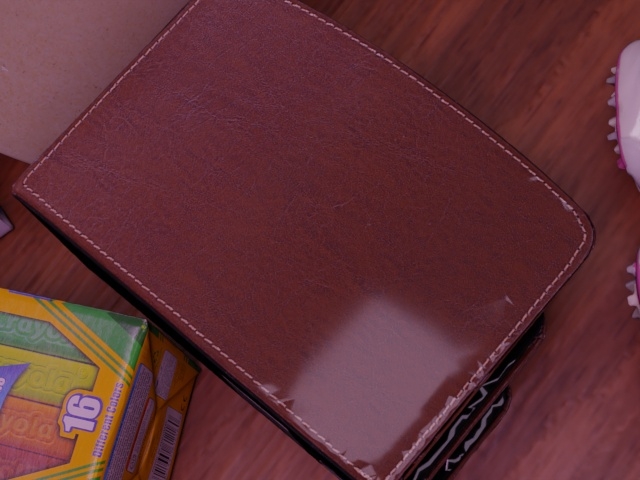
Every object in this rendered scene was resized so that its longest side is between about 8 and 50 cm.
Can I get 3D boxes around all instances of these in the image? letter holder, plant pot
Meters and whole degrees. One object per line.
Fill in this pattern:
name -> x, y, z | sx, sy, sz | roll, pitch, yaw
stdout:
letter holder -> 0.000, 0.000, 0.826 | 0.302, 0.152, 0.214 | 37, 80, 19
plant pot -> -0.166, -0.191, 0.890 | 0.257, 0.256, 0.274 | 24, 94, 17

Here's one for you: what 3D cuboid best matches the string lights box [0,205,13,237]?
string lights box -> -0.358, 0.021, 0.894 | 0.260, 0.133, 0.076 | -36, 68, -3

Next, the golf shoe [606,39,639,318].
golf shoe -> 0.258, 0.005, 0.778 | 0.140, 0.115, 0.306 | -13, 70, 27

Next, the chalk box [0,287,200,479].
chalk box -> -0.208, 0.106, 0.838 | 0.213, 0.132, 0.132 | 10, 73, 14
